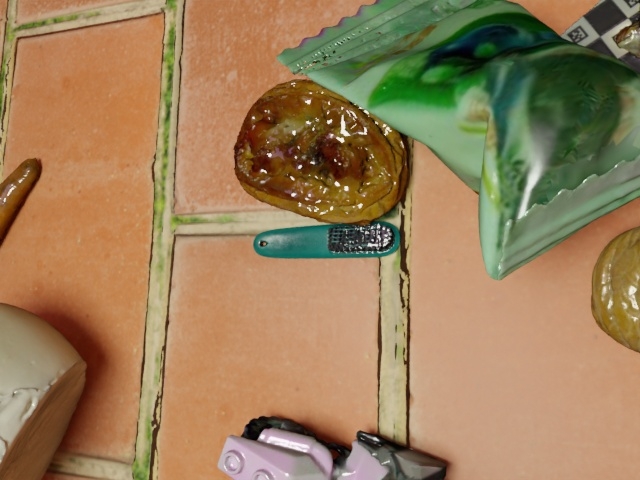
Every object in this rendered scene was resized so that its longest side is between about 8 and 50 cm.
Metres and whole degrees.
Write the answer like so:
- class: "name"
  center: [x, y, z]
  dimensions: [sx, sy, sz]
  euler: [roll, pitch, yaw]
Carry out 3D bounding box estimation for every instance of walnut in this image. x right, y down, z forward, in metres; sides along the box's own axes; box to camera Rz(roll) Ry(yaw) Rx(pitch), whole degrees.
- class: "walnut"
  center: [0.310, 0.047, 0.569]
  dimensions: [0.105, 0.105, 0.124]
  euler: [2, 90, 22]

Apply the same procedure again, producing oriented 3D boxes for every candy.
- class: "candy"
  center: [0.154, -0.151, 0.585]
  dimensions: [0.263, 0.172, 0.398]
  euler: [-26, 56, -17]

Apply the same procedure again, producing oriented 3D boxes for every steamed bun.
- class: "steamed bun"
  center: [-0.440, 0.227, 0.716]
  dimensions: [0.206, 0.324, 0.324]
  euler: [26, 93, -4]

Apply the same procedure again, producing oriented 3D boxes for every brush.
- class: "brush"
  center: [0.000, 0.000, 0.730]
  dimensions: [0.193, 0.032, 0.043]
  euler: [-2, 82, 20]

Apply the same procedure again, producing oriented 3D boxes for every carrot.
- class: "carrot"
  center: [-0.496, -0.041, 0.922]
  dimensions: [0.061, 0.061, 0.209]
  euler: [35, 92, 22]

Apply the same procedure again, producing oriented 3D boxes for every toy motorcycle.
- class: "toy motorcycle"
  center: [0.037, 0.276, 0.593]
  dimensions: [0.327, 0.188, 0.143]
  euler: [25, 99, 22]

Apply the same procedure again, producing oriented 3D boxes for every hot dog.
- class: "hot dog"
  center: [-0.009, -0.103, 0.715]
  dimensions: [0.227, 0.099, 0.160]
  euler: [13, 84, 25]

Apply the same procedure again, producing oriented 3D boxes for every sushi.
- class: "sushi"
  center: [0.367, -0.186, 0.614]
  dimensions: [0.139, 0.031, 0.201]
  euler: [-41, 67, 12]
